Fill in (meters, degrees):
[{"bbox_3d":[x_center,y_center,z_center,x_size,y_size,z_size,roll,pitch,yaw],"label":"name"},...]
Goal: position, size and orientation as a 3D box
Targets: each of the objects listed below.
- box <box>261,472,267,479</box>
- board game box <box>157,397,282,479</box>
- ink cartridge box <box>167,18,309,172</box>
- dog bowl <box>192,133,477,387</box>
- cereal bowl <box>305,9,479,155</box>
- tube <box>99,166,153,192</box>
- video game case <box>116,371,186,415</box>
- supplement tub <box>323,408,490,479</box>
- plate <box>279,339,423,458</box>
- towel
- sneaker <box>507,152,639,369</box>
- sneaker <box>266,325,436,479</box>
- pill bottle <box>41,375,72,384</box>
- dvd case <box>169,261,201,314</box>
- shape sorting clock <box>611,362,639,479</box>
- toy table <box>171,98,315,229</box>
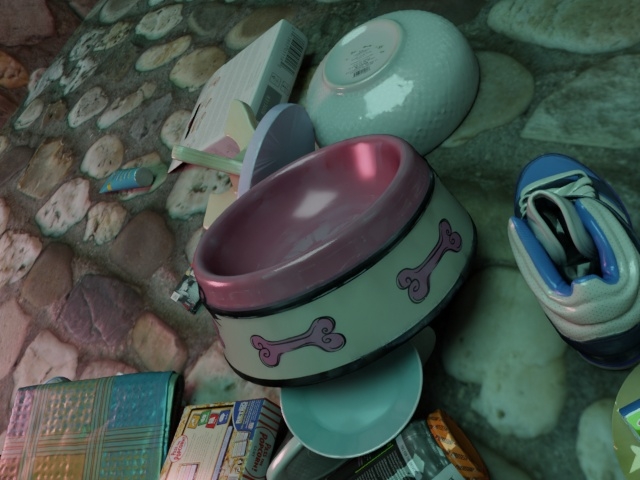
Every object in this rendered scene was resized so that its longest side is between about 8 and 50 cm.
[{"bbox_3d":[-0.075,0.437,0.703,0.184,0.045,0.191,-46,45,4],"label":"box"},{"bbox_3d":[-0.156,0.319,0.808,0.193,0.045,0.147,-17,43,37],"label":"board game box"},{"bbox_3d":[-0.210,-0.320,1.311,0.385,0.091,0.308,-16,52,49],"label":"ink cartridge box"},{"bbox_3d":[0.000,0.000,0.763,0.408,0.150,0.408,-24,27,13],"label":"dog bowl"},{"bbox_3d":[0.108,-0.300,0.995,0.339,0.141,0.339,-19,51,25],"label":"cereal bowl"},{"bbox_3d":[-0.524,-0.164,1.444,0.207,0.052,0.080,1,51,43],"label":"tube"},{"bbox_3d":[-0.370,0.397,0.964,0.204,0.025,0.285,7,66,39],"label":"video game case"},{"bbox_3d":[0.092,0.290,0.626,0.190,0.117,0.117,-40,46,9],"label":"supplement tub"},{"bbox_3d":[0.038,0.179,0.675,0.188,0.024,0.188,-14,50,17],"label":"plate"},{"bbox_3d":[-0.410,0.373,0.933,0.370,0.040,0.271,-10,60,19],"label":"towel"},{"bbox_3d":[0.282,-0.028,0.613,0.130,0.236,0.323,-21,51,24],"label":"sneaker"},{"bbox_3d":[0.016,0.201,0.759,0.296,0.104,0.147,-47,43,-7],"label":"sneaker"},{"bbox_3d":[-0.503,0.329,1.070,0.137,0.078,0.078,14,71,41],"label":"pill bottle"},{"bbox_3d":[-0.251,0.083,1.093,0.087,0.013,0.119,20,74,43],"label":"dvd case"},{"bbox_3d":[0.397,0.194,0.517,0.206,0.040,0.206,-13,64,29],"label":"shape sorting clock"},{"bbox_3d":[-0.130,-0.122,0.995,0.161,0.252,0.274,16,83,33],"label":"toy table"}]
